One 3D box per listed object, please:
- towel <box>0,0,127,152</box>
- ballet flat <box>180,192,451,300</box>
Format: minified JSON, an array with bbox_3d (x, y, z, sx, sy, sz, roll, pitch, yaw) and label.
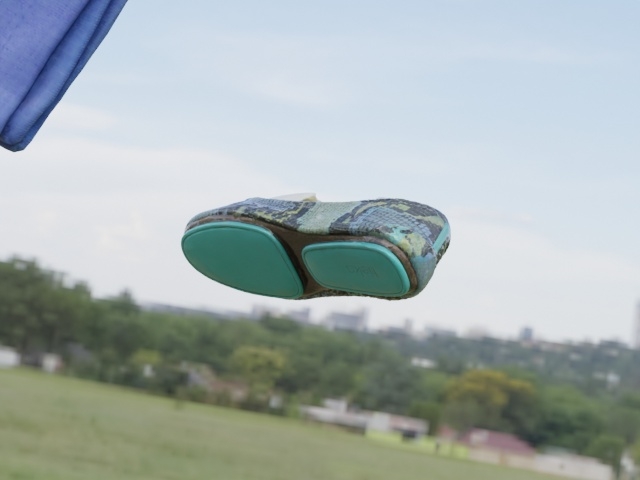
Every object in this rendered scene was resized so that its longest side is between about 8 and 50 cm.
[{"bbox_3d":[-0.186,-0.208,0.556,0.336,0.243,0.040,34,14,-15],"label":"towel"},{"bbox_3d":[0.000,0.000,0.946,0.188,0.070,0.070,7,-5,41],"label":"ballet flat"}]
